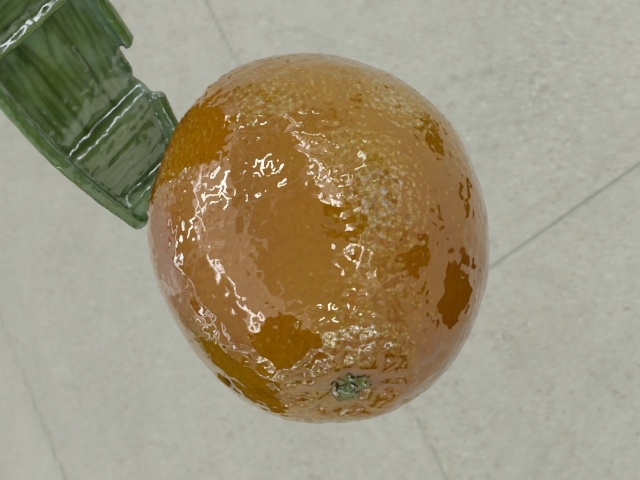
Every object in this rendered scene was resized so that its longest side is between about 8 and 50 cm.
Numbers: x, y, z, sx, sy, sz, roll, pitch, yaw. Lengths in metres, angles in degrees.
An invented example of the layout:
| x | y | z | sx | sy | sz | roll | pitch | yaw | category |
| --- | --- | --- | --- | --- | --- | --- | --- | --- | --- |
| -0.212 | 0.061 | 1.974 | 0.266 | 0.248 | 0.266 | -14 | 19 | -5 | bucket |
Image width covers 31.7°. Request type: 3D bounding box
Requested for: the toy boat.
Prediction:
| x | y | z | sx | sy | sz | roll | pitch | yaw | category |
| --- | --- | --- | --- | --- | --- | --- | --- | --- | --- |
| -0.163 | -0.117 | 0.660 | 0.055 | 0.293 | 0.093 | 34 | 74 | 36 | toy boat |

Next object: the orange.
| x | y | z | sx | sy | sz | roll | pitch | yaw | category |
| --- | --- | --- | --- | --- | --- | --- | --- | --- | --- |
| 0.000 | 0.000 | 0.619 | 0.206 | 0.206 | 0.206 | 8 | 102 | 42 | orange |
